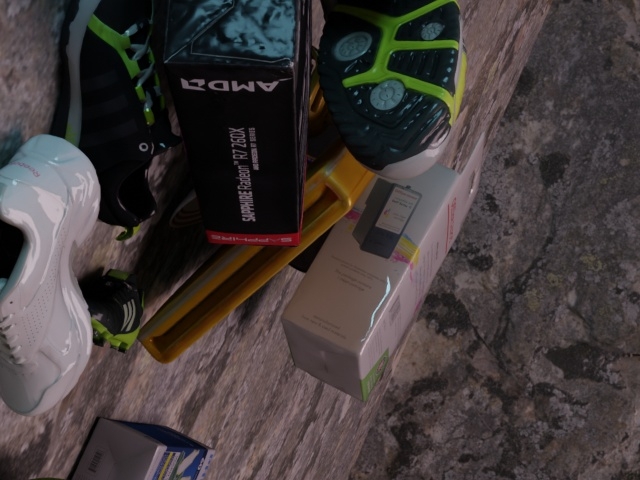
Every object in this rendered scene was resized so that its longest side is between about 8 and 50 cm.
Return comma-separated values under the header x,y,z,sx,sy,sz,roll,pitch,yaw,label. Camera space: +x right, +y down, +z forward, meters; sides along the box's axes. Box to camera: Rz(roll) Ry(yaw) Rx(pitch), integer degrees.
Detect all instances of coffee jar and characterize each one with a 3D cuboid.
x,y,z,sx,sy,sz,roll,pitch,yaw,label
0.000,0.000,1.804,0.096,0.079,0.184,-65,167,1,coffee jar

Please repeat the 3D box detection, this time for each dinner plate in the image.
x,y,z,sx,sy,sz,roll,pitch,yaw,label
-0.094,-0.054,1.330,0.141,0.017,0.141,-27,171,-5,dinner plate

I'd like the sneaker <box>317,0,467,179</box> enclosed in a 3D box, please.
x,y,z,sx,sy,sz,roll,pitch,yaw,label
0.078,-0.181,1.266,0.385,0.145,0.147,-94,161,-48,sneaker

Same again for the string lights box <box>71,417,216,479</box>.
x,y,z,sx,sy,sz,roll,pitch,yaw,label
-0.206,0.279,1.477,0.260,0.076,0.133,46,67,-77,string lights box

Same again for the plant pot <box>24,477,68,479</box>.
x,y,z,sx,sy,sz,roll,pitch,yaw,label
-0.232,0.364,1.196,0.275,0.274,0.294,-55,149,-40,plant pot

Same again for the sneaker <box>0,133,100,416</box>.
x,y,z,sx,sy,sz,roll,pitch,yaw,label
-0.232,0.040,0.959,0.115,0.090,0.232,-37,141,-52,sneaker

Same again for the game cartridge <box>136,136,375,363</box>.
x,y,z,sx,sy,sz,roll,pitch,yaw,label
-0.031,-0.026,1.376,0.285,0.053,0.324,-40,-176,28,game cartridge

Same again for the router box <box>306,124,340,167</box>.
x,y,z,sx,sy,sz,roll,pitch,yaw,label
0.066,-0.208,1.692,0.309,0.081,0.243,-64,167,-8,router box

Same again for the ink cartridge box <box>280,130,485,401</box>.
x,y,z,sx,sy,sz,roll,pitch,yaw,label
0.089,0.013,1.732,0.353,0.119,0.207,-59,165,-19,ink cartridge box

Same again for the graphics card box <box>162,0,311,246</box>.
x,y,z,sx,sy,sz,roll,pitch,yaw,label
-0.054,-0.158,1.023,0.371,0.094,0.233,94,-1,-73,graphics card box

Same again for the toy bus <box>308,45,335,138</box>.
x,y,z,sx,sy,sz,roll,pitch,yaw,label
-0.024,-0.157,1.366,0.202,0.104,0.191,-55,164,-38,toy bus

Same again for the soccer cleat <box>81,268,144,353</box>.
x,y,z,sx,sy,sz,roll,pitch,yaw,label
-0.197,0.058,1.179,0.179,0.060,0.072,73,33,-81,soccer cleat

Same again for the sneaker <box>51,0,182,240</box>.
x,y,z,sx,sy,sz,roll,pitch,yaw,label
-0.141,-0.108,0.991,0.084,0.097,0.235,-48,159,-54,sneaker
